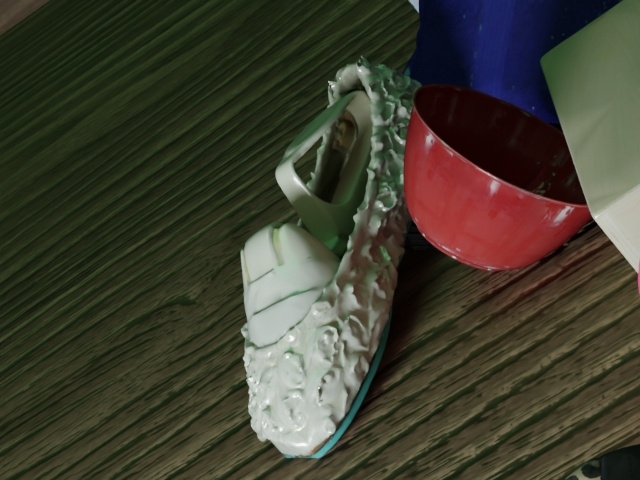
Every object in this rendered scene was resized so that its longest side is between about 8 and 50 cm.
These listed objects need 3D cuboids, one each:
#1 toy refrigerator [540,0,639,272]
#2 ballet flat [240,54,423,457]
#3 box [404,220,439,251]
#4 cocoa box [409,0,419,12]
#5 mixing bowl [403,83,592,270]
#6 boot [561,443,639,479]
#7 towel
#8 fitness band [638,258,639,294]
[{"bbox_3d":[0.255,-0.080,1.539,0.102,0.094,0.269,-35,26,15],"label":"toy refrigerator"},{"bbox_3d":[0.000,0.000,1.708,0.147,0.147,0.409,-20,36,40],"label":"ballet flat"},{"bbox_3d":[0.136,-0.047,1.770,0.137,0.027,0.094,-50,24,-23],"label":"box"},{"bbox_3d":[0.140,-0.429,2.070,0.228,0.347,0.231,-25,27,34],"label":"cocoa box"},{"bbox_3d":[0.137,-0.039,1.607,0.181,0.181,0.098,-93,26,-63],"label":"mixing bowl"},{"bbox_3d":[0.213,0.214,0.958,0.377,0.138,0.284,-36,27,31],"label":"boot"},{"bbox_3d":[0.206,-0.211,1.816,0.308,0.076,0.227,0,77,51],"label":"towel"},{"bbox_3d":[0.309,-0.063,1.317,0.054,0.209,0.291,30,61,26],"label":"fitness band"}]
